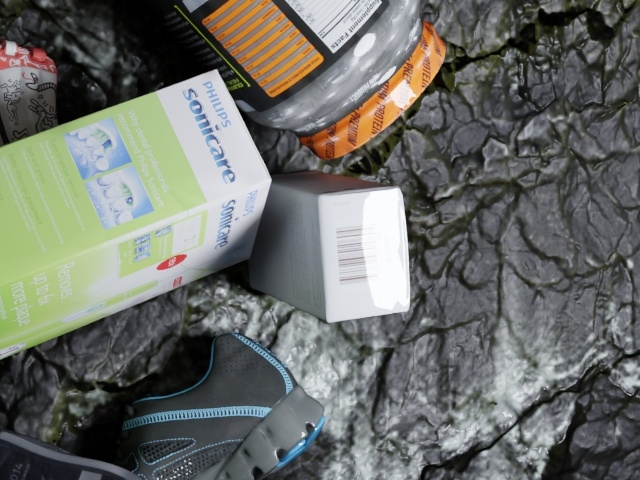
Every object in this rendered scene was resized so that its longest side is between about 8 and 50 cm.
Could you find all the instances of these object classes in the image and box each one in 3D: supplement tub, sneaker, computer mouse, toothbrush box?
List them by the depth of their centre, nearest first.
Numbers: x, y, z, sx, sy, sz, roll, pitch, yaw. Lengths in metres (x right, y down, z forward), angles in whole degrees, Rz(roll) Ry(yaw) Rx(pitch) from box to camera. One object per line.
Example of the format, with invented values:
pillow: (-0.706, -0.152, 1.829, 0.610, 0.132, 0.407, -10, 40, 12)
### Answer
toothbrush box: (-0.202, -0.015, 1.322, 0.283, 0.206, 0.122, -23, 75, -16)
sneaker: (-0.329, -0.173, 1.342, 0.145, 0.090, 0.270, -23, 93, -32)
supplement tub: (-0.053, -0.247, 1.357, 0.207, 0.207, 0.338, -46, 109, -8)
computer mouse: (-0.256, 0.234, 1.362, 0.272, 0.072, 0.189, 23, 78, 14)
sneaker: (-0.160, 0.233, 1.450, 0.341, 0.125, 0.140, -39, 80, -7)

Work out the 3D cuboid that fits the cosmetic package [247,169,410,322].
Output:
cosmetic package: (0.000, 0.000, 1.394, 0.085, 0.231, 0.117, -6, 100, -18)
